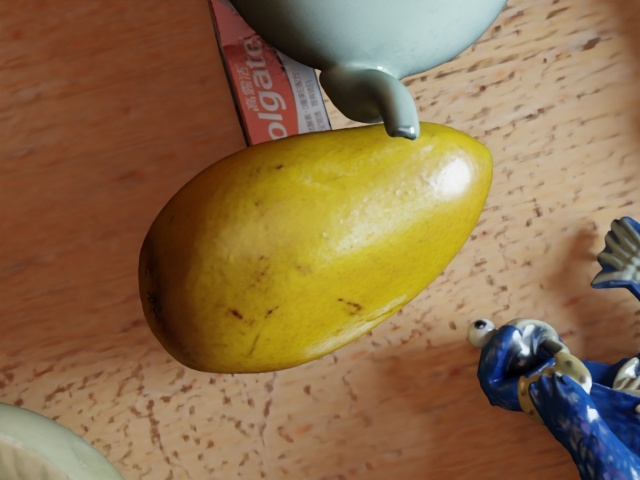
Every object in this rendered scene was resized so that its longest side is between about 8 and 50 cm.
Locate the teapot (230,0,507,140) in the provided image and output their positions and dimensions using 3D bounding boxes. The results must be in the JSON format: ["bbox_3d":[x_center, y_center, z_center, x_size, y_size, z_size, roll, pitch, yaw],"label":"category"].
[{"bbox_3d":[0.030,-0.190,0.916,0.193,0.129,0.294,7,80,-20],"label":"teapot"}]

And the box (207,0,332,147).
[{"bbox_3d":[-0.042,-0.144,0.983,0.055,0.039,0.218,-15,87,2],"label":"box"}]

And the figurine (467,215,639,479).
[{"bbox_3d":[0.205,0.116,0.928,0.262,0.121,0.164,37,64,26],"label":"figurine"}]

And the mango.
[{"bbox_3d":[0.000,0.000,0.926,0.219,0.145,0.112,-24,51,2],"label":"mango"}]

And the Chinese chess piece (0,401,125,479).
[{"bbox_3d":[-0.215,0.218,0.953,0.250,0.097,0.251,0,89,4],"label":"Chinese chess piece"}]
